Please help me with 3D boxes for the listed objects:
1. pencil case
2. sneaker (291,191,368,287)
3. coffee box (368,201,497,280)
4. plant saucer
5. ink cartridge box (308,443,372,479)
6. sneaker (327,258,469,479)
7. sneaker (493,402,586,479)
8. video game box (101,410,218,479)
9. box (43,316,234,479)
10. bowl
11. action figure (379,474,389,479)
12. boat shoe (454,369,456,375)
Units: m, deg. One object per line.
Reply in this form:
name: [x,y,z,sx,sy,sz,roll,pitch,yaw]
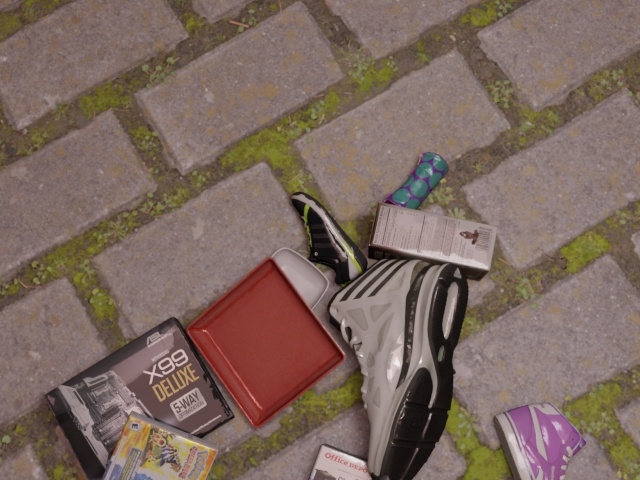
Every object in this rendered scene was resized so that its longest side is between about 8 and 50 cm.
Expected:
pencil case: [0.206,-0.120,1.780,0.070,0.064,0.152,40,81,-6]
sneaker: [0.000,0.000,1.750,0.097,0.084,0.235,-40,79,-6]
coffee box: [0.227,0.004,1.714,0.246,0.141,0.098,12,78,6]
plant saucer: [-0.108,0.206,1.683,0.258,0.048,0.259,-41,80,18]
ink cartridge box: [0.031,0.507,1.639,0.127,0.072,0.175,19,79,6]
sneaker: [0.125,0.249,1.655,0.257,0.169,0.447,10,82,40]
sneaker: [0.463,0.458,1.625,0.161,0.102,0.282,-14,77,-5]
video game box: [-0.322,0.461,1.603,0.187,0.048,0.205,23,89,-9]
box: [-0.366,0.338,1.687,0.307,0.076,0.242,-31,79,-4]
bowl: [-0.067,0.102,1.745,0.142,0.053,0.142,39,82,9]
action figure: [0.163,0.640,1.537,0.330,0.178,0.341,36,85,-17]
boat shoe: [0.218,0.258,1.705,0.125,0.046,0.038,7,81,12]
